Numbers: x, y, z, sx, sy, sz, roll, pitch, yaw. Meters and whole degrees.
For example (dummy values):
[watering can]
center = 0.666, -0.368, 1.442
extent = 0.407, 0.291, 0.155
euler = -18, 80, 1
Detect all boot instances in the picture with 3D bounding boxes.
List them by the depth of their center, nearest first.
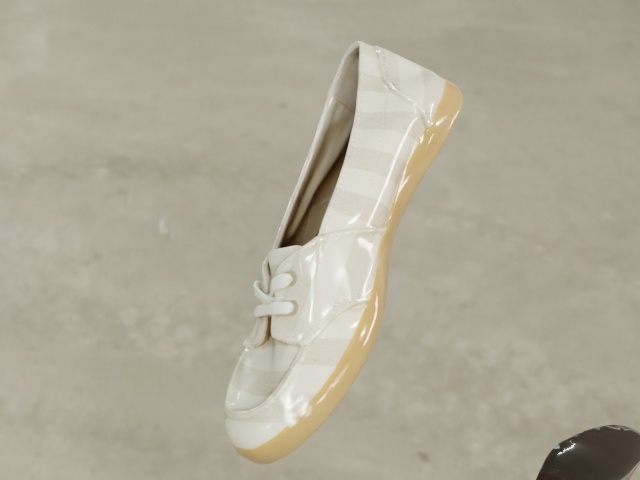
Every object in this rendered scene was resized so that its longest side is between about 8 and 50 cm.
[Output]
[boot]
center = 0.125, 0.159, 0.705
extent = 0.106, 0.114, 0.037
euler = -32, 45, -25

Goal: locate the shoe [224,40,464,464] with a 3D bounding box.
[shoe]
center = 0.000, 0.000, 0.651
extent = 0.058, 0.076, 0.219
euler = 36, 62, -23
